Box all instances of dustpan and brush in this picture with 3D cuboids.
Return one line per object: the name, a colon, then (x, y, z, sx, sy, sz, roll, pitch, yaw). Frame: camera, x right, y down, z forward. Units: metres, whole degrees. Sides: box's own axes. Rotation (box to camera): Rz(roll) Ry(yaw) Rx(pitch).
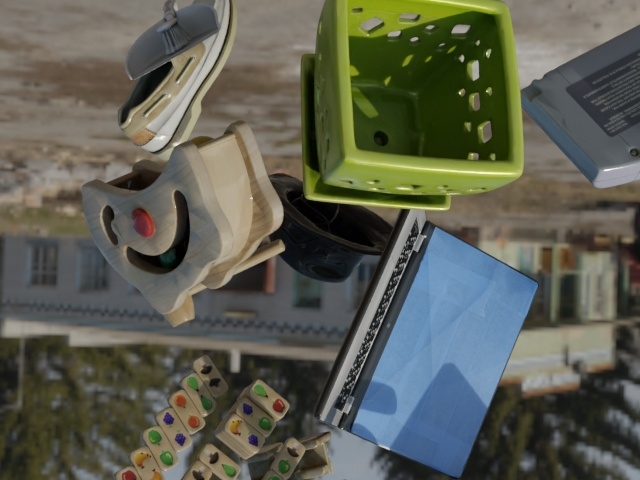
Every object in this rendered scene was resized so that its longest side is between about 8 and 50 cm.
dustpan and brush: (-0.211, -0.304, 1.674, 0.147, 0.060, 0.211, -28, -163, 8)

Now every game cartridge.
game cartridge: (0.443, -0.192, 1.622, 0.297, 0.198, 0.062, -28, 158, -20)

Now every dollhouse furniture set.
dollhouse furniture set: (-0.062, 0.401, 1.700, 0.242, 0.212, 0.161, -15, 176, 15)

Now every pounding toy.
pounding toy: (-0.122, -0.033, 1.152, 0.154, 0.154, 0.269, -28, 170, -39)

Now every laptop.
laptop: (0.188, 0.164, 1.900, 0.236, 0.382, 0.408, 22, 172, 10)

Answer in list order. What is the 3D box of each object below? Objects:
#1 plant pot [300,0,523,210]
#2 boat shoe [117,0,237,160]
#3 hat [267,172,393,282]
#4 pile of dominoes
plant pot: (0.092, -0.155, 1.415, 0.227, 0.228, 0.207, 4, 162, -18)
boat shoe: (-0.226, -0.284, 1.877, 0.103, 0.302, 0.113, 30, 161, -36)
hat: (0.000, 0.000, 2.249, 0.331, 0.134, 0.331, 25, -165, -7)
pile of dominoes: (-0.134, 0.282, 1.507, 0.196, 0.251, 0.040, 40, 141, -7)
